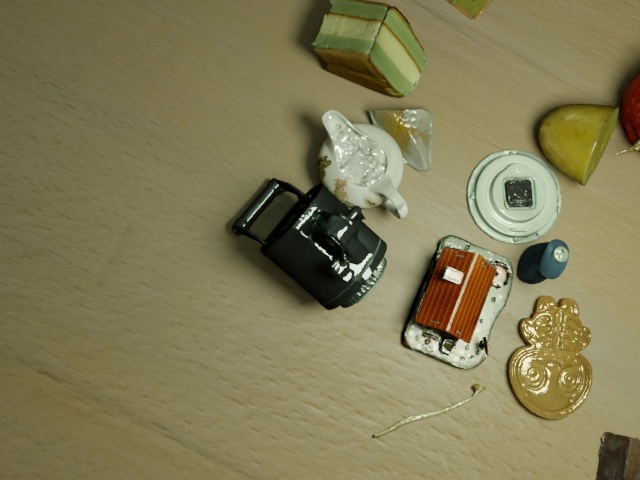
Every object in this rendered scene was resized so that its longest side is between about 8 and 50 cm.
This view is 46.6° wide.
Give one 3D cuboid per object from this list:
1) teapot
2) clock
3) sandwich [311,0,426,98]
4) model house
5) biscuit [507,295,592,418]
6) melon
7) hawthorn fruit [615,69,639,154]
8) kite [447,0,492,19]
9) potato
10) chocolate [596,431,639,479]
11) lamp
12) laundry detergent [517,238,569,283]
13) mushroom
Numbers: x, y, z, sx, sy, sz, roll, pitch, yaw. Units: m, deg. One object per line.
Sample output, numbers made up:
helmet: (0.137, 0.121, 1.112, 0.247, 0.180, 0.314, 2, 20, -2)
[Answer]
teapot: (0.102, -0.169, 1.737, 0.204, 0.139, 0.298, -43, 86, -10)
clock: (0.475, -0.109, 1.796, 0.237, 0.053, 0.236, 0, 83, -3)
sandwich: (0.112, -0.461, 1.798, 0.198, 0.227, 0.155, 19, 82, 35)
model house: (0.334, 0.138, 1.702, 0.207, 0.154, 0.293, 23, 81, 1)
biscuit: (0.549, 0.273, 1.754, 0.202, 0.044, 0.288, 13, 84, -2)
melon: (0.223, -0.269, 1.784, 0.139, 0.093, 0.202, -41, 91, -16)
hawthorn fruit: (0.841, -0.310, 1.751, 0.258, 0.258, 0.261, 21, 61, -1)
kite: (0.348, -0.739, 1.894, 0.328, 0.013, 0.377, -7, 83, -4)
potato: (0.603, -0.252, 1.780, 0.158, 0.178, 0.203, 29, 92, 24)
chocolate: (0.691, 0.609, 1.690, 0.112, 0.112, 0.321, 15, 80, -11)
lamp: (0.009, 0.021, 1.666, 0.205, 0.374, 0.272, -50, 120, -15)
laundry detergent: (0.514, 0.046, 1.698, 0.061, 0.206, 0.096, 24, 80, 0)
mushroom: (0.255, 0.401, 1.728, 0.286, 0.026, 0.028, -25, 69, -5)
